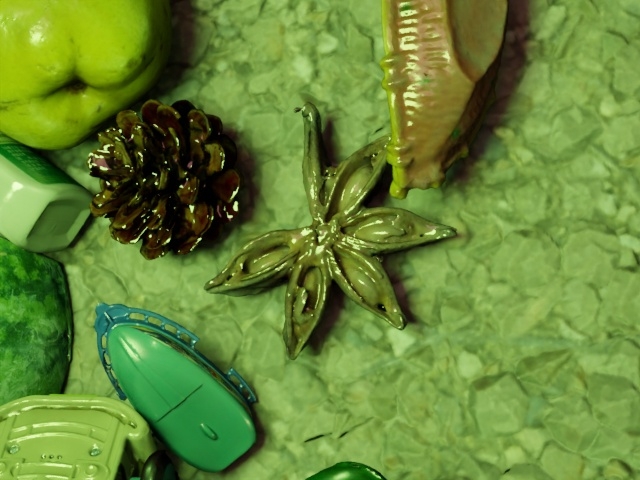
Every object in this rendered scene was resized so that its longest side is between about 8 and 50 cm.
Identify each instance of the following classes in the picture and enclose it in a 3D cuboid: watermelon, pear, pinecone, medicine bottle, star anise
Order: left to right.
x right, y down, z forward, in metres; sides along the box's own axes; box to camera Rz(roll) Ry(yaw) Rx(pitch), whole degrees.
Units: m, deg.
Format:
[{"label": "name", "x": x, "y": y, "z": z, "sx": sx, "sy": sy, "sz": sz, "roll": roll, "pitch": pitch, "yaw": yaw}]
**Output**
[{"label": "watermelon", "x": -0.348, "y": 0.129, "z": 1.150, "sx": 0.180, "sy": 0.224, "sz": 0.305, "roll": 22, "pitch": 86, "yaw": 59}, {"label": "medicine bottle", "x": -0.290, "y": -0.066, "z": 1.174, "sx": 0.183, "sy": 0.119, "sz": 0.069, "roll": 36, "pitch": 100, "yaw": 17}, {"label": "pear", "x": -0.220, "y": -0.184, "z": 1.149, "sx": 0.200, "sy": 0.200, "sz": 0.200, "roll": -2, "pitch": 79, "yaw": 12}, {"label": "pinecone", "x": -0.134, "y": -0.053, "z": 1.136, "sx": 0.140, "sy": 0.121, "sz": 0.140, "roll": -3, "pitch": 84, "yaw": 32}, {"label": "star anise", "x": 0.016, "y": 0.005, "z": 1.130, "sx": 0.171, "sy": 0.063, "sz": 0.208, "roll": 25, "pitch": 82, "yaw": 11}]

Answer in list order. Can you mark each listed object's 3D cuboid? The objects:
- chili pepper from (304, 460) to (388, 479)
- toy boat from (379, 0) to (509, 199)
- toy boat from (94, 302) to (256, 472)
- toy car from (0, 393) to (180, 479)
[{"label": "chili pepper", "x": 0.006, "y": 0.306, "z": 0.989, "sx": 0.233, "sy": 0.248, "sz": 0.257, "roll": 36, "pitch": 79, "yaw": 28}, {"label": "toy boat", "x": 0.098, "y": -0.192, "z": 1.119, "sx": 0.099, "sy": 0.141, "sz": 0.318, "roll": -22, "pitch": 60, "yaw": 50}, {"label": "toy boat", "x": -0.130, "y": 0.107, "z": 1.127, "sx": 0.091, "sy": 0.110, "sz": 0.175, "roll": -39, "pitch": 116, "yaw": 4}, {"label": "toy car", "x": -0.208, "y": 0.267, "z": 1.067, "sx": 0.204, "sy": 0.198, "sz": 0.248, "roll": 0, "pitch": 44, "yaw": 10}]
